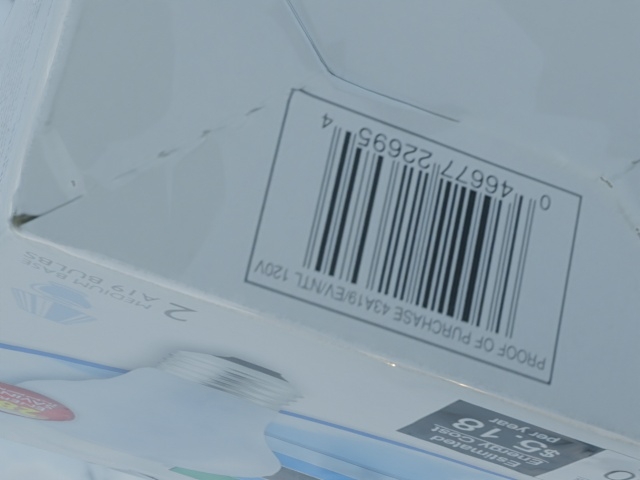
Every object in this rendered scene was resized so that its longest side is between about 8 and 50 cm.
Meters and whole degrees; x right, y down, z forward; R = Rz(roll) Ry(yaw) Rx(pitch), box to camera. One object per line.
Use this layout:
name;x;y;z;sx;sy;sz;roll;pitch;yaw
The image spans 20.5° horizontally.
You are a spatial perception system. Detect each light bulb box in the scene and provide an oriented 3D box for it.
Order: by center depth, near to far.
light bulb box;0.000;0.000;0.882;0.357;0.361;0.225;19;68;-14
